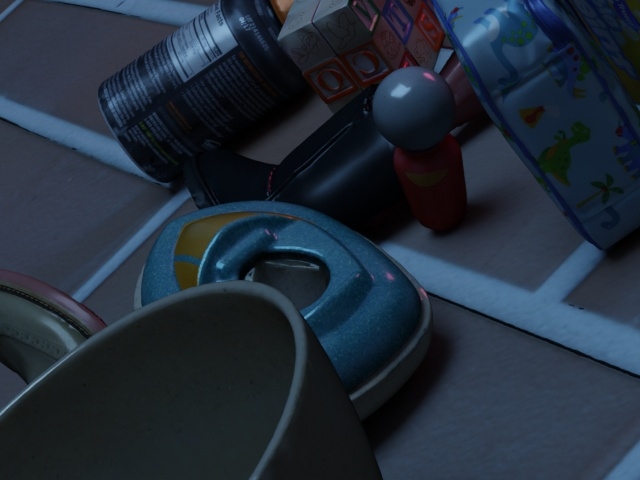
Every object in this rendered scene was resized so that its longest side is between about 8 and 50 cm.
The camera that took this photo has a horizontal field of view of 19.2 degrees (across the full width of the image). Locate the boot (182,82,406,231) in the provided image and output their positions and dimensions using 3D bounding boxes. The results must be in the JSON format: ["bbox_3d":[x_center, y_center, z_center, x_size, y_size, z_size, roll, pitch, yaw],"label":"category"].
[{"bbox_3d":[-0.008,-0.063,1.708,0.207,0.094,0.246,-40,31,7],"label":"boot"}]

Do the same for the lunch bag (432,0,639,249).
[{"bbox_3d":[0.172,-0.115,1.401,0.090,0.219,0.176,-34,25,11],"label":"lunch bag"}]

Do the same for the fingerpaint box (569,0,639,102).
[{"bbox_3d":[0.275,-0.382,1.441,0.371,0.445,0.163,-44,24,-9],"label":"fingerpaint box"}]

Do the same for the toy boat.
[{"bbox_3d":[0.000,0.000,1.483,0.267,0.148,0.318,24,56,38],"label":"toy boat"}]

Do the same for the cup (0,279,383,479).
[{"bbox_3d":[-0.077,0.223,1.159,0.331,0.237,0.331,-31,27,17],"label":"cup"}]

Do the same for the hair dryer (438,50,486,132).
[{"bbox_3d":[0.179,-0.197,1.739,0.223,0.080,0.293,-34,14,51],"label":"hair dryer"}]

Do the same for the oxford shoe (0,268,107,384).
[{"bbox_3d":[-0.182,0.137,1.441,0.348,0.123,0.130,32,73,33],"label":"oxford shoe"}]

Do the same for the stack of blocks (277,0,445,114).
[{"bbox_3d":[0.049,-0.267,1.885,0.087,0.171,0.297,-23,30,32],"label":"stack of blocks"}]

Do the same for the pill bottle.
[{"bbox_3d":[-0.103,-0.176,1.992,0.245,0.130,0.130,-33,26,13],"label":"pill bottle"}]
